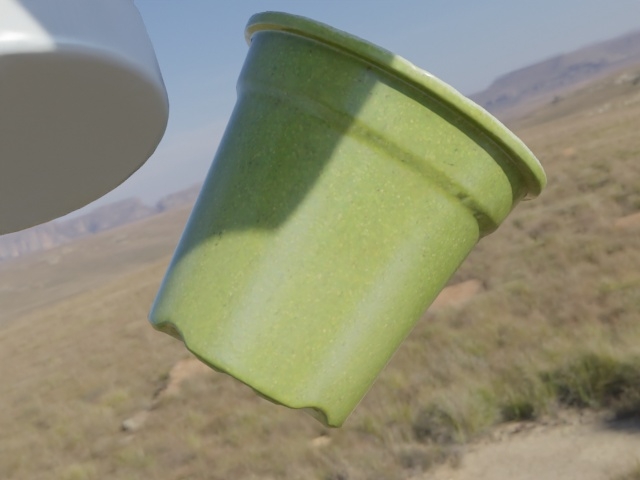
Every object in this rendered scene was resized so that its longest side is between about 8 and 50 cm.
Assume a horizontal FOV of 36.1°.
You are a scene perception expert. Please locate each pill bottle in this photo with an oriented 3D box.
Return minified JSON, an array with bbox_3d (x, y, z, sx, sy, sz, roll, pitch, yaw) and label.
[{"bbox_3d":[-0.216,-0.194,0.519,0.204,0.361,0.204,-20,-19,-7],"label":"pill bottle"}]

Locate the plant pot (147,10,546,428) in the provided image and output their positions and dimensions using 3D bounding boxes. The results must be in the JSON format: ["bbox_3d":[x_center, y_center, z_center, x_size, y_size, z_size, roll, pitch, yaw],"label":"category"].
[{"bbox_3d":[0.000,0.000,0.794,0.254,0.276,0.276,-61,10,-5],"label":"plant pot"}]
